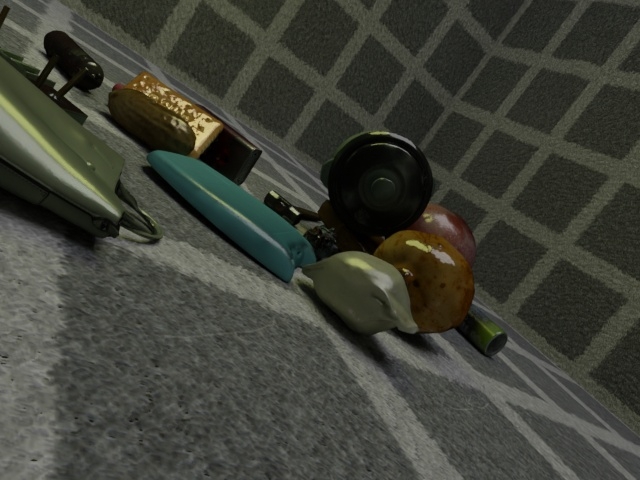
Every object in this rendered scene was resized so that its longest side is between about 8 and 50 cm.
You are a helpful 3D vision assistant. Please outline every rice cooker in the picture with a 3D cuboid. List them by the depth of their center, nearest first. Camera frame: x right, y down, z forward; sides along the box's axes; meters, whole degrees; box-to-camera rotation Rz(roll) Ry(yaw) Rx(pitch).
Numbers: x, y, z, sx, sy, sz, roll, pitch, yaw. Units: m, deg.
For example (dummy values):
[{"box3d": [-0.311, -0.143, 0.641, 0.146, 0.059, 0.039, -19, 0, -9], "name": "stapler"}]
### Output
[{"box3d": [0.148, -0.157, 1.294, 0.316, 0.265, 0.317, 12, 15, -3], "name": "rice cooker"}]

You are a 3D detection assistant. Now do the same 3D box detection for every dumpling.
[{"box3d": [0.078, 0.093, 0.871, 0.250, 0.132, 0.162, 31, 12, 37], "name": "dumpling"}]

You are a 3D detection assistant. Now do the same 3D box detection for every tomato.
[{"box3d": [0.320, 0.013, 1.400, 0.270, 0.227, 0.270, 46, 15, -16], "name": "tomato"}]

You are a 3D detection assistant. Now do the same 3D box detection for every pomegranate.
[{"box3d": [0.222, 0.093, 1.096, 0.248, 0.248, 0.248, 35, 10, -7], "name": "pomegranate"}]

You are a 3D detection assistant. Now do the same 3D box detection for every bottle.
[{"box3d": [0.452, 0.231, 1.579, 0.093, 0.093, 0.330, 28, 13, -39], "name": "bottle"}]

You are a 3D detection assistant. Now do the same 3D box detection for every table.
[{"box3d": [-0.488, -0.289, 0.778, 0.240, 0.111, 0.121, 37, 9, 7], "name": "table"}]

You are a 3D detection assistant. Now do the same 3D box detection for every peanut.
[{"box3d": [-0.373, -0.258, 1.079, 0.225, 0.095, 0.108, 33, -6, 4], "name": "peanut"}]

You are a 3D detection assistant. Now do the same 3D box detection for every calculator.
[{"box3d": [-0.174, -0.065, 0.973, 0.386, 0.055, 0.256, 37, 10, 9], "name": "calculator"}]

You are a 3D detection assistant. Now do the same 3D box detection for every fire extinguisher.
[{"box3d": [-0.591, -0.428, 1.172, 0.267, 0.072, 0.089, 42, 3, 30], "name": "fire extinguisher"}]

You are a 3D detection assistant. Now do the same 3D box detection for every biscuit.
[{"box3d": [-0.380, -0.316, 1.225, 0.249, 0.030, 0.160, 34, 52, -7], "name": "biscuit"}, {"box3d": [0.145, 0.043, 1.422, 0.368, 0.076, 0.394, 48, 14, 11], "name": "biscuit"}]

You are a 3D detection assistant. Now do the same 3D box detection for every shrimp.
[{"box3d": [0.000, 0.000, 1.104, 0.079, 0.090, 0.233, 52, -7, 1], "name": "shrimp"}]

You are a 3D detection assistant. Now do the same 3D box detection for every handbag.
[{"box3d": [-0.307, -0.105, 0.583, 0.315, 0.109, 0.241, 34, 10, -31], "name": "handbag"}]

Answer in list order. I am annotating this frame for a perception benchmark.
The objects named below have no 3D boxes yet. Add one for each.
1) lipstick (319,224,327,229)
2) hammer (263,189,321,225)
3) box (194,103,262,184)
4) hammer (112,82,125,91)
[{"box3d": [0.036, -0.020, 1.469, 0.048, 0.048, 0.158, 39, 11, 17], "name": "lipstick"}, {"box3d": [-0.056, -0.085, 1.488, 0.111, 0.044, 0.365, 38, 9, 14], "name": "hammer"}, {"box3d": [-0.278, -0.262, 1.332, 0.224, 0.120, 0.069, 40, 14, 13], "name": "box"}, {"box3d": [-0.523, -0.390, 1.319, 0.083, 0.043, 0.043, 38, 10, 3], "name": "hammer"}]
